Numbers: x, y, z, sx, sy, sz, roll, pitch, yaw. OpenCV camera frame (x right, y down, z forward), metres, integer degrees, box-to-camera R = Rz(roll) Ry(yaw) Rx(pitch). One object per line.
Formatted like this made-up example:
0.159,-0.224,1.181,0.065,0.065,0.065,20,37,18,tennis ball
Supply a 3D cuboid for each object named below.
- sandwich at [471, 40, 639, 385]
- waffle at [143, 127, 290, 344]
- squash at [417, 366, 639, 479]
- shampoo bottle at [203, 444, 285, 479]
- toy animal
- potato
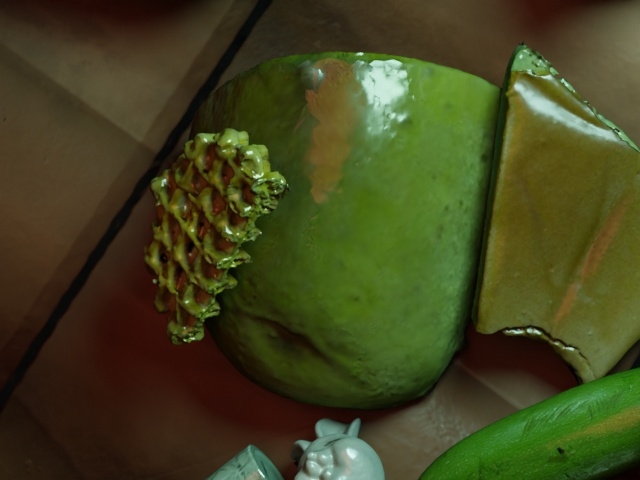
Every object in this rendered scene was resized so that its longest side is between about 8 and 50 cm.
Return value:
0.195,-0.009,1.562,0.245,0.063,0.212,41,94,-7,sandwich
-0.091,-0.006,1.540,0.192,0.046,0.161,-23,76,49,waffle
0.201,0.176,1.556,0.292,0.082,0.082,-25,72,19,squash
-0.124,0.270,1.672,0.204,0.065,0.065,-39,70,8,shampoo bottle
0.015,0.218,1.577,0.131,0.127,0.181,-46,54,-5,toy animal
0.000,0.000,1.602,0.330,0.213,0.280,-1,79,20,potato
